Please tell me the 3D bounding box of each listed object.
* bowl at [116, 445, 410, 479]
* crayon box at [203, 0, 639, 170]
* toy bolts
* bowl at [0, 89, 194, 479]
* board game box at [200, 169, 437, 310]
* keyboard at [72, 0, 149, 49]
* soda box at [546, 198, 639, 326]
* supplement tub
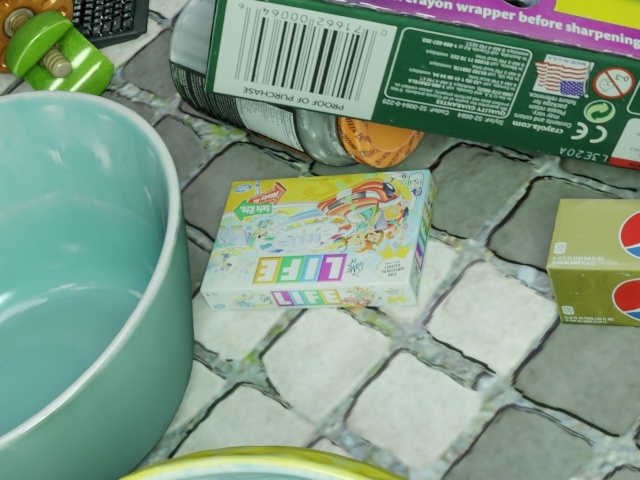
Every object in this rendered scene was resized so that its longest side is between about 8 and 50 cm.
[{"bbox_3d":[-0.012,0.223,0.643,0.289,0.289,0.156,-11,4,13],"label":"bowl"},{"bbox_3d":[0.121,-0.211,0.932,0.363,0.106,0.313,10,49,-5],"label":"crayon box"},{"bbox_3d":[-0.322,-0.175,1.091,0.218,0.228,0.158,-44,58,-4],"label":"toy bolts"},{"bbox_3d":[-0.209,0.066,0.880,0.311,0.163,0.311,-11,47,12],"label":"bowl"},{"bbox_3d":[0.000,0.000,0.946,0.154,0.026,0.103,-3,50,20],"label":"board game box"},{"bbox_3d":[-0.212,-0.241,1.251,0.108,0.023,0.180,-13,46,12],"label":"keyboard"},{"bbox_3d":[0.235,0.015,0.811,0.181,0.061,0.058,1,51,23],"label":"soda box"},{"bbox_3d":[-0.013,-0.126,1.001,0.190,0.117,0.117,24,63,36],"label":"supplement tub"}]
